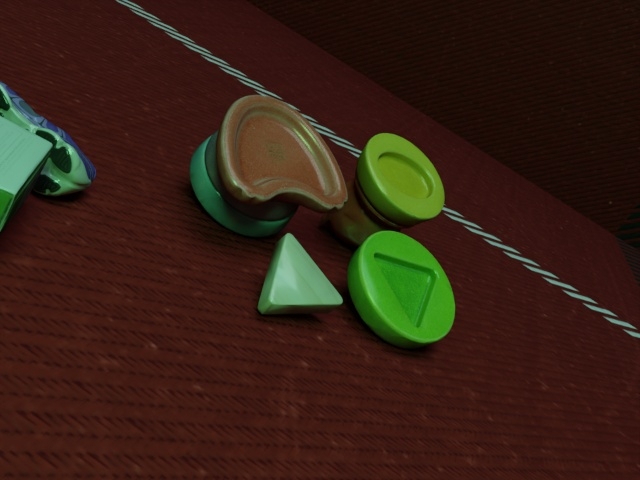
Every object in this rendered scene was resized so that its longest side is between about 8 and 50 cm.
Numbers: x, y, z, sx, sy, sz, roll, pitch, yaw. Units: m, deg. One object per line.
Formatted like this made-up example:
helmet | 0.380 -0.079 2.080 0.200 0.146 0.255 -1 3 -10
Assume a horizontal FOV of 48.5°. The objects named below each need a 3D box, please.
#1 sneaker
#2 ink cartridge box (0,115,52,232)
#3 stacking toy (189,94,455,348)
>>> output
sneaker | -0.277 -0.098 0.642 0.170 0.068 0.071 42 6 2
ink cartridge box | -0.312 -0.080 0.507 0.209 0.062 0.109 30 20 -18
stacking toy | 0.000 0.000 0.792 0.309 0.130 0.279 14 53 -32
